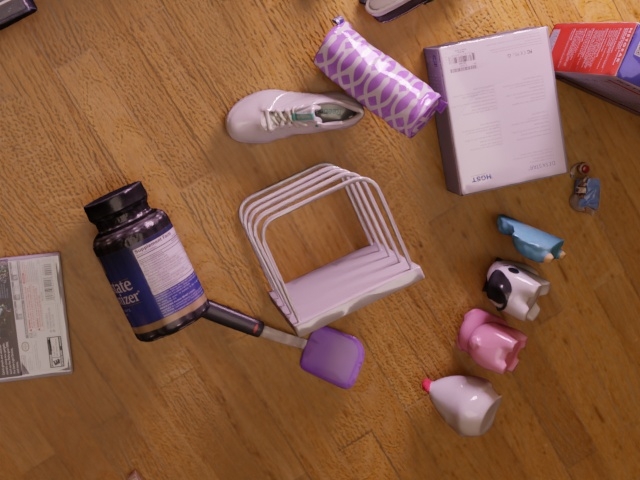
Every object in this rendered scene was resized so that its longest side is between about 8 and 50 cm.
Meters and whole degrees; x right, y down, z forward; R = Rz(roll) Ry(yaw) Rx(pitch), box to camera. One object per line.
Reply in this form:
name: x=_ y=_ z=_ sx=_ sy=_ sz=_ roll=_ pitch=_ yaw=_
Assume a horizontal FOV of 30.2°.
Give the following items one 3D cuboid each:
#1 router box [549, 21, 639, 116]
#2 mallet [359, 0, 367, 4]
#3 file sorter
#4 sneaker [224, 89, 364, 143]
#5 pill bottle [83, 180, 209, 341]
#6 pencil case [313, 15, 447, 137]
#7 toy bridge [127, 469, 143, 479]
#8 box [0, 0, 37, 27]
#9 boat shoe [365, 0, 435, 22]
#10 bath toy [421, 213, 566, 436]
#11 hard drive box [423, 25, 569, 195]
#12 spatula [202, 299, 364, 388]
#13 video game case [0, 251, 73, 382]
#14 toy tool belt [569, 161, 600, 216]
router box: x=0.536 y=-0.225 z=1.786 sx=0.335 sy=0.301 sz=0.082 roll=21 pitch=95 yaw=-14
mallet: x=0.084 y=-0.454 z=1.799 sx=0.062 sy=0.039 sz=0.190 roll=20 pitch=99 yaw=-15
file sorter: x=0.000 y=0.000 z=1.732 sx=0.192 sy=0.277 sz=0.173 roll=-26 pitch=101 yaw=-6
sneaker: x=-0.037 y=-0.189 z=1.786 sx=0.212 sy=0.094 sz=0.080 roll=-10 pitch=102 yaw=-9
pill bottle: x=-0.262 y=0.029 z=1.763 sx=0.122 sy=0.123 sz=0.219 roll=-26 pitch=100 yaw=-6
pencil case: x=0.085 y=-0.242 z=1.778 sx=0.206 sy=0.088 sz=0.086 roll=41 pitch=129 yaw=8
toy bridge: x=-0.350 y=0.441 z=1.865 sx=0.188 sy=0.026 sz=0.063 roll=-36 pitch=105 yaw=-3
box: x=-0.586 y=-0.377 z=1.602 sx=0.296 sy=0.183 sz=0.294 roll=-27 pitch=102 yaw=-4
boat shoe: x=0.171 y=-0.398 z=1.800 sx=0.227 sy=0.081 sz=0.069 roll=-38 pitch=136 yaw=-1
bath toy: x=0.268 y=0.139 z=1.887 sx=0.129 sy=0.151 sz=0.348 roll=25 pitch=98 yaw=25
hard drive box: x=0.273 y=-0.202 z=1.847 sx=0.181 sy=0.089 sz=0.232 roll=-12 pitch=101 yaw=-9
spatula: x=-0.072 y=0.147 z=1.868 sx=0.296 sy=0.030 sz=0.084 roll=22 pitch=93 yaw=-13
video game case: x=-0.470 y=0.119 z=1.791 sx=0.173 sy=0.022 sz=0.191 roll=-6 pitch=101 yaw=-10
toy tool belt: x=0.432 y=-0.083 z=1.917 sx=0.052 sy=0.051 sz=0.083 roll=-2 pitch=99 yaw=-11
